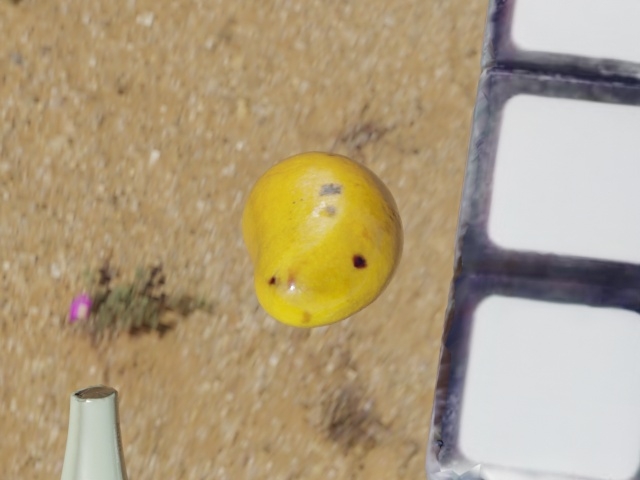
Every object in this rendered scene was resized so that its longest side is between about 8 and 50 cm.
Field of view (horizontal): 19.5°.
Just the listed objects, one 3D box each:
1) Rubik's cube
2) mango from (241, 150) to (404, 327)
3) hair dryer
[{"bbox_3d":[0.220,0.037,0.930,0.301,0.305,0.303,7,71,7],"label":"Rubik's cube"},{"bbox_3d":[0.003,-0.001,1.345,0.115,0.090,0.178,-10,29,-3],"label":"mango"},{"bbox_3d":[-0.180,0.177,1.184,0.067,0.199,0.167,9,95,29],"label":"hair dryer"}]
